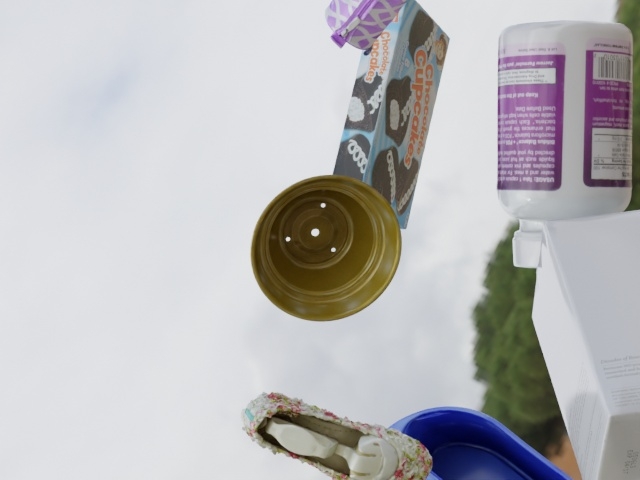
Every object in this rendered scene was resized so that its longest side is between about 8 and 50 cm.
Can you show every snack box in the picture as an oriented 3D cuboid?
[{"bbox_3d":[0.109,-0.196,2.171,0.187,0.060,0.321,31,-110,-61],"label":"snack box"}]

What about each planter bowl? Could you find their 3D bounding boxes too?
[{"bbox_3d":[0.000,0.000,2.035,0.217,0.217,0.090,-66,18,11],"label":"planter bowl"}]

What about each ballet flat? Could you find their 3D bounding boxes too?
[{"bbox_3d":[0.018,0.249,1.694,0.077,0.241,0.091,-99,26,-83],"label":"ballet flat"}]

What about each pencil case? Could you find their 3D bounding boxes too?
[{"bbox_3d":[0.083,-0.342,1.880,0.206,0.086,0.088,-51,-5,35],"label":"pencil case"}]

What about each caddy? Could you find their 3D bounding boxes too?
[{"bbox_3d":[0.204,0.370,1.846,0.241,0.341,0.179,-49,-24,-10],"label":"caddy"}]

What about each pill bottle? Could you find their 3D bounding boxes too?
[{"bbox_3d":[0.305,-0.117,1.785,0.169,0.169,0.301,-5,-84,-69],"label":"pill bottle"}]

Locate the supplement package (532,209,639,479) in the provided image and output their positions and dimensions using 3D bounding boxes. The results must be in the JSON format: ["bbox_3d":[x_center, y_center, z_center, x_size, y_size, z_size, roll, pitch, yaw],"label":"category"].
[{"bbox_3d":[0.362,0.127,1.618,0.177,0.175,0.293,88,174,-46],"label":"supplement package"}]
